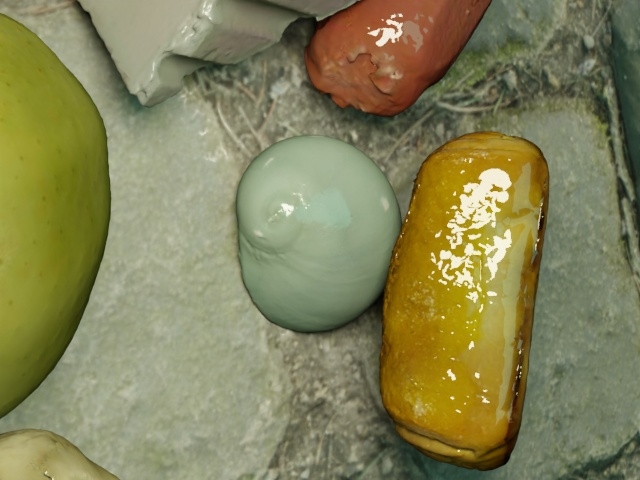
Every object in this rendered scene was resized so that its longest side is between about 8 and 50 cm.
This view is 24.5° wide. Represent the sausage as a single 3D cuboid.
[{"bbox_3d":[0.089,-0.247,1.513,0.152,0.152,0.279,51,58,-28],"label":"sausage"}]

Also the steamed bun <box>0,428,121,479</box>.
[{"bbox_3d":[-0.277,0.307,1.106,0.372,0.230,0.324,-74,167,-46],"label":"steamed bun"}]

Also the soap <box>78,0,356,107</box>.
[{"bbox_3d":[-0.059,-0.255,1.382,0.159,0.258,0.302,50,20,18],"label":"soap"}]

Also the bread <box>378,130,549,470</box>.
[{"bbox_3d":[0.150,0.059,1.518,0.328,0.148,0.337,-3,101,-81],"label":"bread"}]

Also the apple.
[{"bbox_3d":[-0.319,-0.015,1.057,0.357,0.357,0.357,-1,91,-40],"label":"apple"}]

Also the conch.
[{"bbox_3d":[0.001,0.001,1.479,0.185,0.121,0.221,-39,123,0],"label":"conch"}]
